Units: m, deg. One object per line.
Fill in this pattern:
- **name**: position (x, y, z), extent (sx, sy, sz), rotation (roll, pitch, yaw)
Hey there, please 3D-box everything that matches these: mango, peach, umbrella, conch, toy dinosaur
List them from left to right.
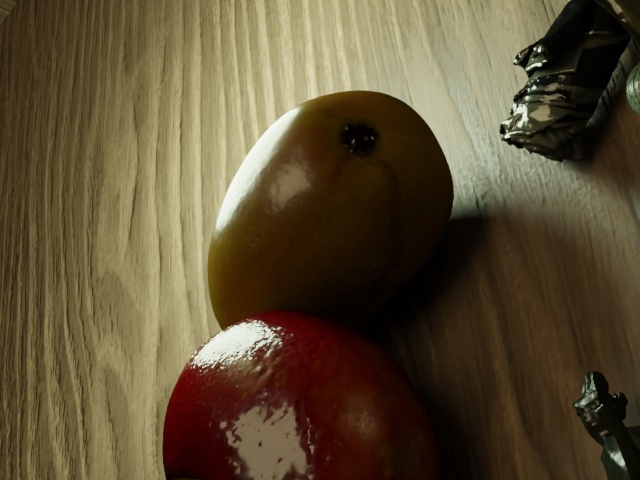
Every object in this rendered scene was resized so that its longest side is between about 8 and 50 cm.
- **peach**: position (-0.011, 0.231, 1.473), extent (0.281, 0.281, 0.338), rotation (-53, 42, 20)
- **mango**: position (0.000, 0.000, 1.637), extent (0.221, 0.264, 0.378), rotation (51, 133, 30)
- **umbrella**: position (0.291, -0.251, 1.490), extent (0.357, 0.106, 0.113), rotation (-63, 14, 2)
- **toy dinosaur**: position (0.235, 0.170, 1.190), extent (0.087, 0.179, 0.187), rotation (-61, 27, 6)
- **conch**: position (0.331, -0.156, 1.406), extent (0.076, 0.057, 0.085), rotation (-57, 28, -11)

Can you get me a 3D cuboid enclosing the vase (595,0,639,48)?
- **vase**: position (0.393, -0.279, 1.160), extent (0.241, 0.329, 0.302), rotation (49, 124, 25)
